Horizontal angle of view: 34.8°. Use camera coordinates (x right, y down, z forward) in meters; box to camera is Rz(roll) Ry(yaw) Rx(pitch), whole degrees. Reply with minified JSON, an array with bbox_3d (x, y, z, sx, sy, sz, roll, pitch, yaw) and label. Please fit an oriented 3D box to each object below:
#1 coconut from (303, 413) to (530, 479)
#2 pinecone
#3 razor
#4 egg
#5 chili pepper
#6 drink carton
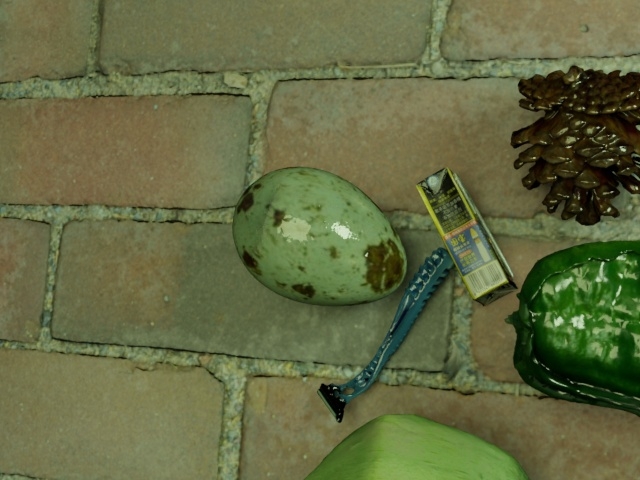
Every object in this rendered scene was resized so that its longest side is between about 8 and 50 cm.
[{"bbox_3d":[0.086,0.351,1.132,0.329,0.281,0.328,1,112,3],"label":"coconut"},{"bbox_3d":[0.311,-0.115,1.194,0.179,0.150,0.195,1,81,22],"label":"pinecone"},{"bbox_3d":[0.089,0.117,1.303,0.253,0.042,0.082,-55,26,3],"label":"razor"},{"bbox_3d":[0.000,0.000,1.290,0.231,0.169,0.169,23,90,5],"label":"egg"},{"bbox_3d":[0.397,0.102,1.121,0.385,0.167,0.213,5,97,11],"label":"chili pepper"},{"bbox_3d":[0.183,-0.006,1.269,0.056,0.071,0.165,-28,72,11],"label":"drink carton"}]
